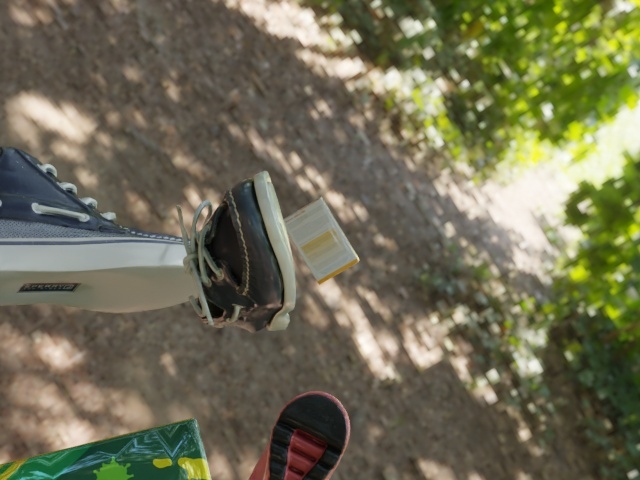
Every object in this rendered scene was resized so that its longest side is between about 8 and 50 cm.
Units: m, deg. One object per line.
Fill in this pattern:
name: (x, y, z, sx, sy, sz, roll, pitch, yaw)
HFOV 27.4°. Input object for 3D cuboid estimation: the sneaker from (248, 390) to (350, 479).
sneaker: (-0.049, 0.339, 1.679, 0.116, 0.314, 0.136, 29, -2, 6)

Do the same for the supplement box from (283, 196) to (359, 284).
supplement box: (0.000, 0.000, 1.715, 0.098, 0.062, 0.036, 60, 5, -3)

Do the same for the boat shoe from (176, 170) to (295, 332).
boat shoe: (-0.064, 0.016, 0.990, 0.254, 0.079, 0.095, 106, -24, -77)

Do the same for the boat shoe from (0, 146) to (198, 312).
boat shoe: (-0.263, -0.018, 1.381, 0.341, 0.127, 0.158, 4, 60, -39)

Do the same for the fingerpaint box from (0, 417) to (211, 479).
fingerpaint box: (-0.349, 0.331, 1.387, 0.371, 0.445, 0.163, -10, 80, -27)
